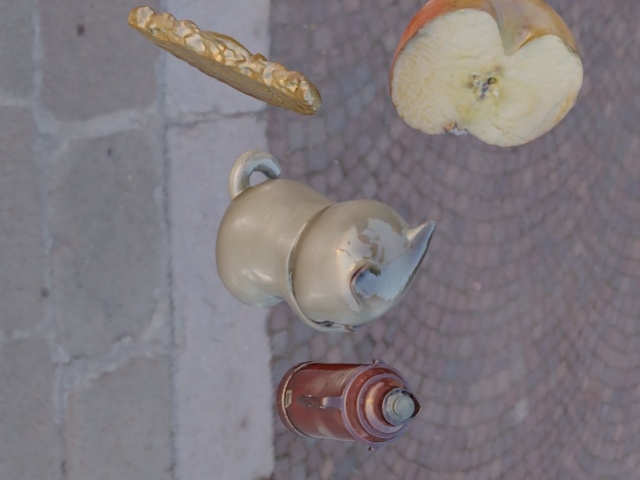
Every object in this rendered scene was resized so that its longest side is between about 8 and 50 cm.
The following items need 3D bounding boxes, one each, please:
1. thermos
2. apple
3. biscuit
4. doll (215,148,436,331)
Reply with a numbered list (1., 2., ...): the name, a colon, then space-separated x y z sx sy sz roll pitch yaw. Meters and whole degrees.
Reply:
1. thermos: 0.034 0.183 1.290 0.124 0.232 0.099 8 82 -24
2. apple: 0.257 -0.292 1.814 0.163 0.293 0.251 -84 -162 -45
3. biscuit: -0.086 -0.183 1.211 0.033 0.224 0.144 -63 159 -2
4. doll: -0.009 0.019 1.783 0.215 0.370 0.226 -27 128 -36
